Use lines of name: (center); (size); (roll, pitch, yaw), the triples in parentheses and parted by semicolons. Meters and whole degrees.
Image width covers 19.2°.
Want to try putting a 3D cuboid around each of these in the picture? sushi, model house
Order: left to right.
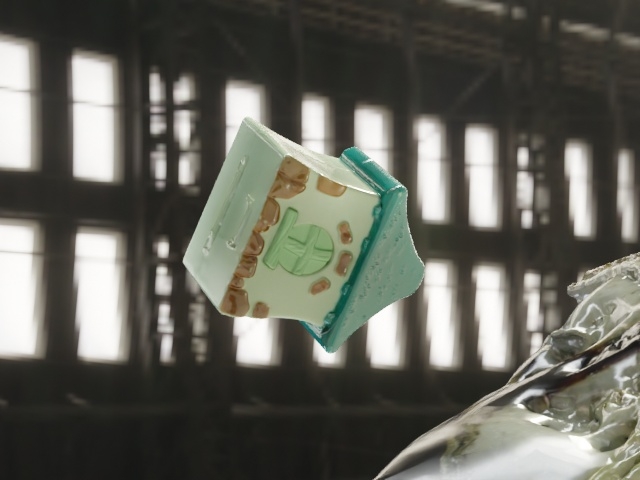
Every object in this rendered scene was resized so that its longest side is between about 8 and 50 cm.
model house: (0.000, 0.000, 1.309); (0.149, 0.100, 0.127); (17, -77, -27)
sushi: (0.146, 0.080, 0.806); (0.134, 0.109, 0.273); (50, -142, 2)
